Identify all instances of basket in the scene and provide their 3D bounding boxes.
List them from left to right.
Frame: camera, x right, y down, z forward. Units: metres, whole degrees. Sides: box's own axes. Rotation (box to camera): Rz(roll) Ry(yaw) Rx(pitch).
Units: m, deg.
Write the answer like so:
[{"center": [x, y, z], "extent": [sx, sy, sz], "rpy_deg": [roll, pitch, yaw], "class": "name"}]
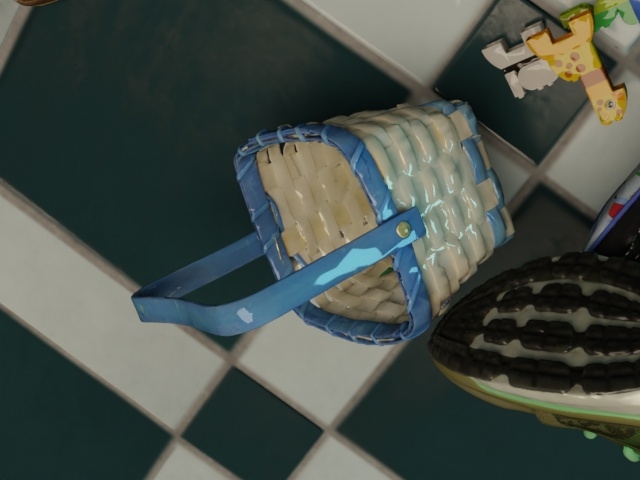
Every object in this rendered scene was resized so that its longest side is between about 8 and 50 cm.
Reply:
[{"center": [0.000, 0.000, 1.011], "extent": [0.255, 0.289, 0.201], "rpy_deg": [4, 115, 65], "class": "basket"}]

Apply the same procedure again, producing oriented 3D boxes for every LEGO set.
[{"center": [0.250, -0.156, 1.000], "extent": [0.227, 0.087, 0.093], "rpy_deg": [-21, 104, 26], "class": "LEGO set"}]

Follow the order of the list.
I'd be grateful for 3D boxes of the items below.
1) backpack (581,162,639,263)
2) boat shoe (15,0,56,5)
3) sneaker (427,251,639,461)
[{"center": [0.339, 0.016, 0.976], "extent": [0.276, 0.213, 0.263], "rpy_deg": [44, 112, 6], "class": "backpack"}, {"center": [-0.230, -0.271, 1.125], "extent": [0.178, 0.060, 0.064], "rpy_deg": [-24, 103, 26], "class": "boat shoe"}, {"center": [0.266, 0.135, 0.875], "extent": [0.410, 0.158, 0.182], "rpy_deg": [11, 131, 32], "class": "sneaker"}]
